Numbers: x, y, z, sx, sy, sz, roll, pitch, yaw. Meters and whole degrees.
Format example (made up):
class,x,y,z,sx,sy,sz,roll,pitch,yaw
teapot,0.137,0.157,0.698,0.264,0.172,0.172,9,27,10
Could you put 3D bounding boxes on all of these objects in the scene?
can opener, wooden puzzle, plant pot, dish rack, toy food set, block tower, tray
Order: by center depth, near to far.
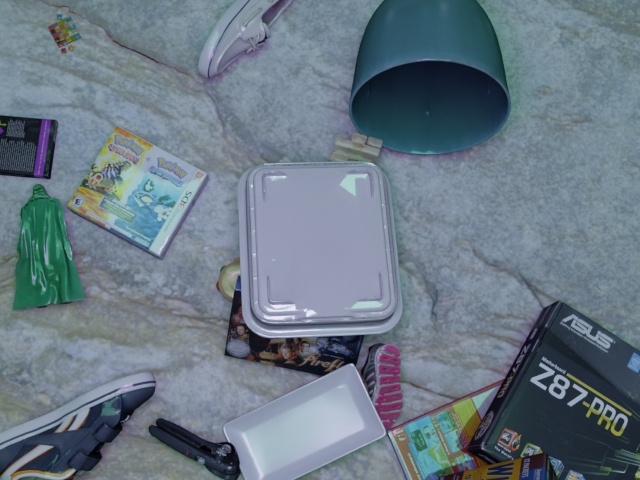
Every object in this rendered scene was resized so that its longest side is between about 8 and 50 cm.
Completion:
class,x,y,z,sx,sy,sz,roll,pitch,yaw
dish rack,0.000,0.000,1.614,0.285,0.072,0.333,-1,69,-7
can opener,-0.227,0.374,1.652,0.186,0.059,0.073,25,109,8
tray,-0.030,0.344,1.671,0.270,0.030,0.145,-26,82,2
plant pot,0.201,-0.336,1.718,0.293,0.293,0.235,4,62,-2
block tower,0.029,-0.033,1.737,0.091,0.097,0.336,16,77,1
toy food set,-0.155,0.078,1.741,0.082,0.020,0.083,-34,83,-8
wooden puzzle,-0.509,-0.414,1.830,0.049,0.006,0.083,-28,81,-8

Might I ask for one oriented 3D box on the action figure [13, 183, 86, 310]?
class,x,y,z,sx,sy,sz,roll,pitch,yaw
action figure,-0.513,0.007,1.717,0.137,0.063,0.232,-7,83,-2

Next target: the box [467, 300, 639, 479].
class,x,y,z,sx,sy,sz,roll,pitch,yaw
box,0.511,0.348,1.665,0.395,0.097,0.318,34,72,1

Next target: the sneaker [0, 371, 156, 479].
class,x,y,z,sx,sy,sz,roll,pitch,yaw
sneaker,-0.421,0.346,1.624,0.321,0.126,0.127,-26,76,4

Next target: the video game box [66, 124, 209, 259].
class,x,y,z,sx,sy,sz,roll,pitch,yaw
video game box,-0.345,-0.092,1.754,0.205,0.048,0.187,28,76,3

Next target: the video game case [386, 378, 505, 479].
class,x,y,z,sx,sy,sz,roll,pitch,yaw
video game case,0.292,0.390,1.698,0.285,0.025,0.204,-22,81,-7

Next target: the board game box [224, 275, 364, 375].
class,x,y,z,sx,sy,sz,roll,pitch,yaw
board game box,-0.044,0.161,1.666,0.243,0.165,0.042,11,35,0

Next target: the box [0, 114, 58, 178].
class,x,y,z,sx,sy,sz,roll,pitch,yaw
box,-0.595,-0.182,1.768,0.162,0.029,0.116,6,78,-3

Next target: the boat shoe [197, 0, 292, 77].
class,x,y,z,sx,sy,sz,roll,pitch,yaw
boat shoe,-0.139,-0.417,1.808,0.088,0.096,0.267,32,71,8

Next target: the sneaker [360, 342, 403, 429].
class,x,y,z,sx,sy,sz,roll,pitch,yaw
sneaker,0.111,0.266,1.700,0.063,0.075,0.170,-2,101,-21

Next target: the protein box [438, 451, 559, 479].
class,x,y,z,sx,sy,sz,roll,pitch,yaw
protein box,0.318,0.496,1.551,0.201,0.136,0.200,-20,105,23
